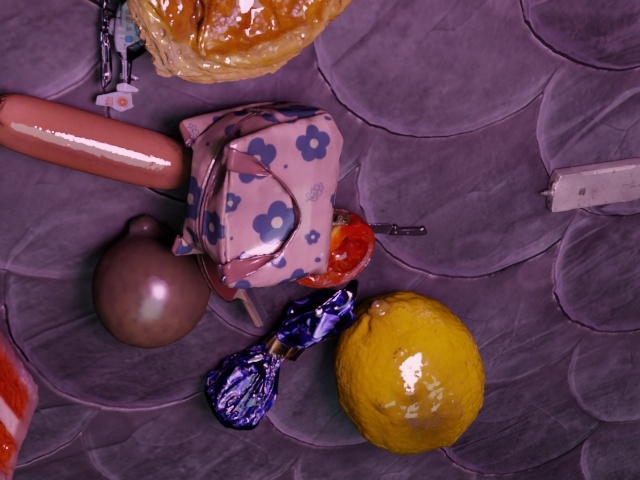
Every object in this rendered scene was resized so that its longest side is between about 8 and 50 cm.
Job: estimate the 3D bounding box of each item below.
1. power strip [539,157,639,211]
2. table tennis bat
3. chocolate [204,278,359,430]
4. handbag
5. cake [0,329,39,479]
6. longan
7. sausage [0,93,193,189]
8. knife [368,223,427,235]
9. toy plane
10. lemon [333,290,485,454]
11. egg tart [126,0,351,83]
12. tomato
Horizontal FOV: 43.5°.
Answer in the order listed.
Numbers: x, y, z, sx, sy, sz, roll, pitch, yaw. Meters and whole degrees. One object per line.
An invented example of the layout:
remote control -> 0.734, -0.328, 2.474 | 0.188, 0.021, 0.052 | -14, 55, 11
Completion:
power strip -> 0.494, -0.100, 1.447 | 0.226, 0.029, 0.080 | -8, 127, -14
table tennis bat -> -0.137, 0.049, 1.280 | 0.019, 0.130, 0.220 | -5, 127, 28
chocolate -> -0.056, 0.177, 1.392 | 0.343, 0.126, 0.148 | -48, 161, 17
handbag -> -0.096, -0.066, 1.132 | 0.193, 0.190, 0.252 | -14, 117, -43
cake -> -0.584, 0.219, 1.159 | 0.230, 0.237, 0.309 | -15, 127, 4
longan -> -0.259, 0.062, 1.233 | 0.184, 0.159, 0.205 | -8, 87, -37
sausage -> -0.313, -0.134, 1.118 | 0.289, 0.086, 0.086 | 16, 116, -26
knife -> 0.107, -0.019, 1.384 | 0.170, 0.010, 0.023 | 1, 123, -17
toy plane -> -0.256, -0.265, 1.075 | 0.078, 0.053, 0.197 | 6, 120, -12
lemon -> 0.153, 0.226, 1.404 | 0.268, 0.268, 0.322 | -18, 132, -6
egg tart -> -0.094, -0.380, 0.971 | 0.339, 0.153, 0.352 | -21, 121, 8
tomato -> 0.000, 0.000, 1.308 | 0.159, 0.091, 0.139 | -4, 125, -26
